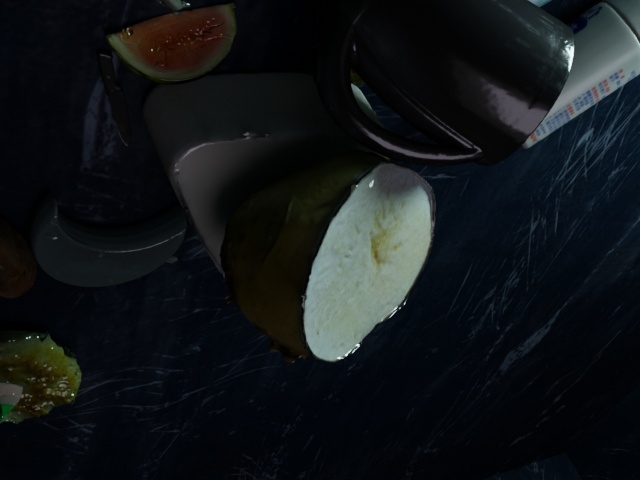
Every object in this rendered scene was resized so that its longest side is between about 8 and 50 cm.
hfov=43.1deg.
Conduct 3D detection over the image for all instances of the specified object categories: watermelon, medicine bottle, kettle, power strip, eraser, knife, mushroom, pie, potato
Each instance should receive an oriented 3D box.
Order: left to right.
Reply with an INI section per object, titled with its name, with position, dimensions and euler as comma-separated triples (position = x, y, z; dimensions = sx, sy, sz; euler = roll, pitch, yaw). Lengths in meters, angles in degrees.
[pie]
position = -0.590, 0.255, 1.348
dimensions = 0.371, 0.078, 0.296
euler = -16, 147, -19
[mushroom]
position = -0.447, 0.023, 1.118
dimensions = 0.072, 0.094, 0.210
euler = -25, 143, 2
[power strip]
position = -0.315, 0.003, 1.214
dimensions = 0.253, 0.054, 0.167
euler = 7, 137, -41
[knife]
position = -0.261, -0.179, 1.040
dimensions = 0.023, 0.010, 0.170
euler = -13, 147, -11
[watermelon]
position = -0.169, -0.223, 0.989
dimensions = 0.163, 0.069, 0.087
euler = -20, 148, -15
[eraser]
position = -0.098, -0.083, 1.167
dimensions = 0.331, 0.150, 0.331
euler = -20, 144, -15
[potato]
position = 0.000, 0.000, 1.065
dimensions = 0.299, 0.196, 0.247
euler = -39, 135, -37
[kettle]
position = 0.134, -0.225, 1.023
dimensions = 0.290, 0.207, 0.268
euler = 28, 80, -17
[medicine bottle]
position = 0.431, -0.291, 1.269
dimensions = 0.341, 0.130, 0.130
euler = -34, 147, 12

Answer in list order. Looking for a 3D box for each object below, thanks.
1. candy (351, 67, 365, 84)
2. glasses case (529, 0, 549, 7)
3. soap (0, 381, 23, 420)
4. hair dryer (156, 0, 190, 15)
[candy]
position = 0.090, -0.236, 1.185
dimensions = 0.062, 0.058, 0.194
euler = -12, 166, 29
[glasses case]
position = 0.295, -0.385, 1.127
dimensions = 0.266, 0.056, 0.105
euler = -29, 123, 3
[soap]
position = -0.622, 0.303, 1.234
dimensions = 0.273, 0.098, 0.218
euler = -42, 140, 19
[hair dryer]
position = -0.231, -0.314, 0.807
dimensions = 0.173, 0.108, 0.357
euler = -30, 154, 9
